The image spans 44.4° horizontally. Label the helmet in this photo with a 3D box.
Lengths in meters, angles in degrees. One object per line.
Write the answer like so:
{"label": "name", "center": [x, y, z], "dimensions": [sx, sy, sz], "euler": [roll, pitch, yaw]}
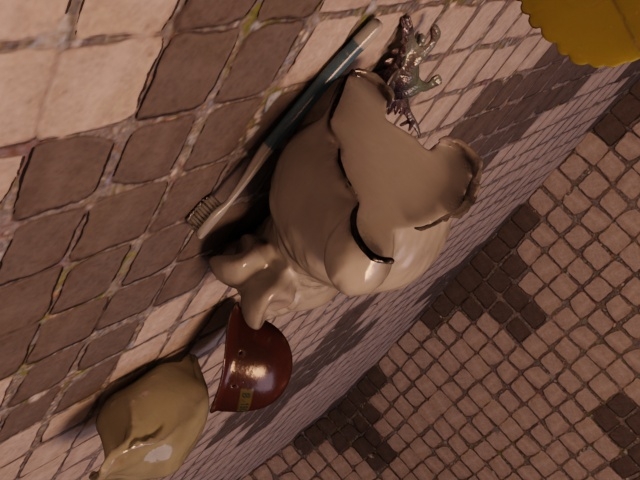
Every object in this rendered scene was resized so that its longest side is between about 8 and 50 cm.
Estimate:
{"label": "helmet", "center": [-0.092, 0.170, 1.117], "dimensions": [0.155, 0.106, 0.175], "euler": [-84, -177, -52]}

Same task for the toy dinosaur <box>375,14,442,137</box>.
{"label": "toy dinosaur", "center": [0.094, -0.173, 0.874], "dimensions": [0.082, 0.039, 0.209], "euler": [-38, 154, -7]}

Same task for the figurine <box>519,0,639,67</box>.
{"label": "figurine", "center": [0.354, -0.336, 0.898], "dimensions": [0.315, 0.187, 0.168], "euler": [-40, 163, -45]}

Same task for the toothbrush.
{"label": "toothbrush", "center": [-0.038, -0.109, 0.761], "dimensions": [0.276, 0.025, 0.019], "euler": [-48, 170, 11]}

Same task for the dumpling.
{"label": "dumpling", "center": [-0.231, 0.251, 1.060], "dimensions": [0.162, 0.132, 0.250], "euler": [-59, 176, 26]}

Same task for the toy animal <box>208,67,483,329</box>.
{"label": "toy animal", "center": [0.000, 0.000, 0.861], "dimensions": [0.258, 0.194, 0.357], "euler": [-47, -178, -41]}
